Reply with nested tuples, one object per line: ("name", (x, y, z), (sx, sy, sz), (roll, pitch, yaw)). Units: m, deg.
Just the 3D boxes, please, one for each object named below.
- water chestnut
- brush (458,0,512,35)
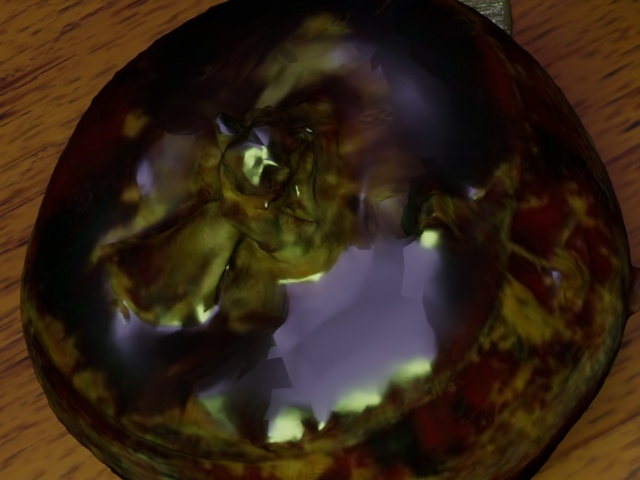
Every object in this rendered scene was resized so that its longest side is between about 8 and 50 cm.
("water chestnut", (0.000, 0.000, 0.850), (0.350, 0.302, 0.350), (-7, 63, 14))
("brush", (0.048, -0.149, 1.078), (0.170, 0.014, 0.043), (-5, 65, 11))
